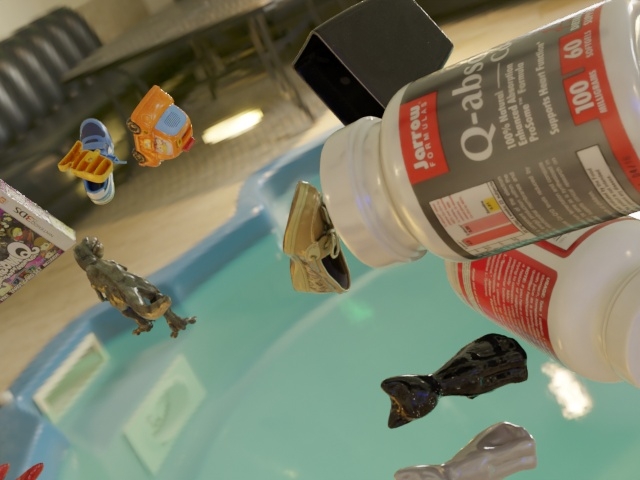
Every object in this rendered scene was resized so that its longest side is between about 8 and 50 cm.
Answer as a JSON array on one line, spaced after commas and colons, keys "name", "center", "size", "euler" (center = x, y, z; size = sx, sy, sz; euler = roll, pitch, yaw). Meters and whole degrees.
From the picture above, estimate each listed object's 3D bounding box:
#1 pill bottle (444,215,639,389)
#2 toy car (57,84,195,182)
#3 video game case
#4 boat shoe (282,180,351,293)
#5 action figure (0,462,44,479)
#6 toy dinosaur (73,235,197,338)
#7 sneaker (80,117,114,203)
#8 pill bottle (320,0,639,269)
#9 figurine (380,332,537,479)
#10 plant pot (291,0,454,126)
[{"name": "pill bottle", "center": [0.369, 0.061, 1.535], "size": [0.229, 0.229, 0.408], "euler": [-31, 27, -14]}, {"name": "toy car", "center": [-0.120, -0.053, 0.713], "size": [0.041, 0.060, 0.122], "euler": [22, 40, 13]}, {"name": "video game case", "center": [-0.640, 0.007, 2.155], "size": [0.232, 0.210, 0.041], "euler": [-36, 41, 14]}, {"name": "boat shoe", "center": [0.000, 0.000, 1.674], "size": [0.089, 0.285, 0.104], "euler": [12, 67, 10]}, {"name": "action figure", "center": [-0.218, 0.325, 1.061], "size": [0.139, 0.280, 0.091], "euler": [-38, -21, 13]}, {"name": "toy dinosaur", "center": [-0.222, 0.071, 1.318], "size": [0.064, 0.118, 0.268], "euler": [-49, 37, -13]}, {"name": "sneaker", "center": [-0.372, -0.134, 1.800], "size": [0.053, 0.144, 0.059], "euler": [-10, -4, 4]}, {"name": "pill bottle", "center": [0.193, -0.095, 1.147], "size": [0.363, 0.210, 0.210], "euler": [-19, 20, 32]}, {"name": "figurine", "center": [0.180, 0.255, 1.472], "size": [0.210, 0.214, 0.092], "euler": [-15, 14, -28]}, {"name": "plant pot", "center": [0.090, -0.275, 1.667], "size": [0.167, 0.188, 0.187], "euler": [-44, 2, -14]}]
